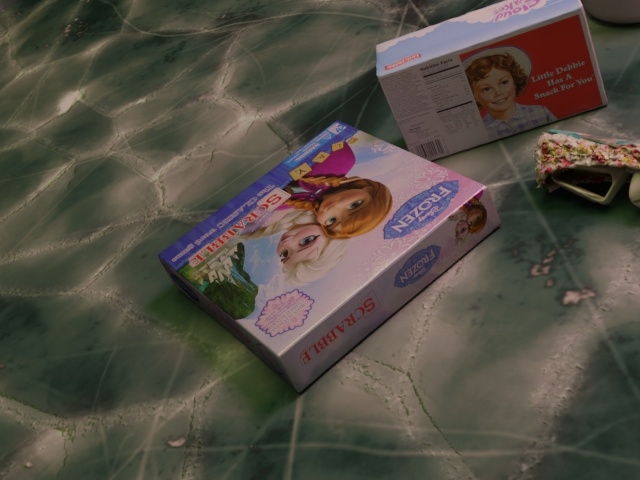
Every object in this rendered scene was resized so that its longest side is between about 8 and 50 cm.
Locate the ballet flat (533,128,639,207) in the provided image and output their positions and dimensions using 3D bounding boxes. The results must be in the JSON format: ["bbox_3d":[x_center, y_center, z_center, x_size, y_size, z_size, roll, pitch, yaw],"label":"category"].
[{"bbox_3d":[0.343,-0.074,1.140,0.241,0.091,0.077,12,81,47],"label":"ballet flat"}]

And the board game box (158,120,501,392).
[{"bbox_3d":[0.000,0.000,1.264,0.319,0.066,0.318,-39,37,-16],"label":"board game box"}]

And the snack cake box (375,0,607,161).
[{"bbox_3d":[0.219,-0.215,1.319,0.264,0.152,0.089,-17,36,14],"label":"snack cake box"}]

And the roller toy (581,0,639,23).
[{"bbox_3d":[0.448,-0.410,1.420,0.209,0.146,0.191,-8,40,24],"label":"roller toy"}]
